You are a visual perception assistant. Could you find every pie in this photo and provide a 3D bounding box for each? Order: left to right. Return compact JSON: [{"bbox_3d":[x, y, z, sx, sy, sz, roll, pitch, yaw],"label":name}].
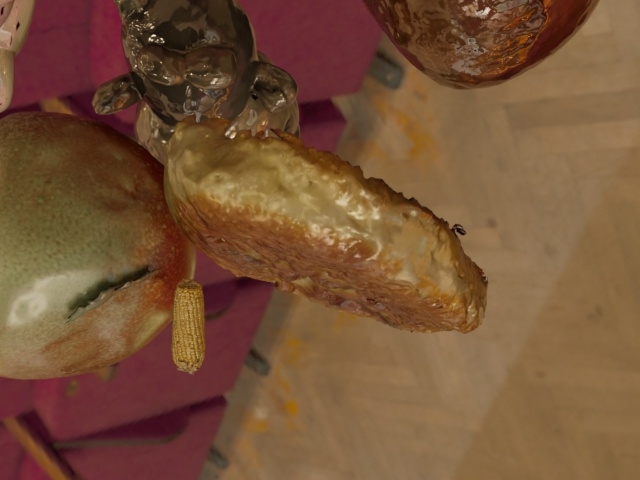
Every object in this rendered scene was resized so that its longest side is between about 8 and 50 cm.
[{"bbox_3d":[0.000,0.000,0.916,0.315,0.092,0.315,23,170,4],"label":"pie"}]

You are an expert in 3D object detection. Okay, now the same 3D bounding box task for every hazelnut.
[{"bbox_3d":[0.226,-0.426,1.537,0.352,0.421,0.421,9,121,58],"label":"hazelnut"}]

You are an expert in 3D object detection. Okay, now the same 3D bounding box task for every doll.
[{"bbox_3d":[-0.135,-0.246,1.508,0.252,0.379,0.382,9,157,8],"label":"doll"}]

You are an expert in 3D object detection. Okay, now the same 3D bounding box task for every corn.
[{"bbox_3d":[-0.104,0.070,0.881,0.028,0.027,0.083,-103,15,-61],"label":"corn"}]

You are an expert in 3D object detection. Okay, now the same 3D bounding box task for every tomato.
[{"bbox_3d":[-0.285,0.004,1.242,0.303,0.303,0.239,55,161,5],"label":"tomato"}]

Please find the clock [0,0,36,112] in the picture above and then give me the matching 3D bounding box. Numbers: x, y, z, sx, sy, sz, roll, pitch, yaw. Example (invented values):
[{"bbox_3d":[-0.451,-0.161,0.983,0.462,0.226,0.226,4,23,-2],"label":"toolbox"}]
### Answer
[{"bbox_3d":[-0.307,-0.291,0.991,0.284,0.114,0.309,-121,36,-48],"label":"clock"}]
